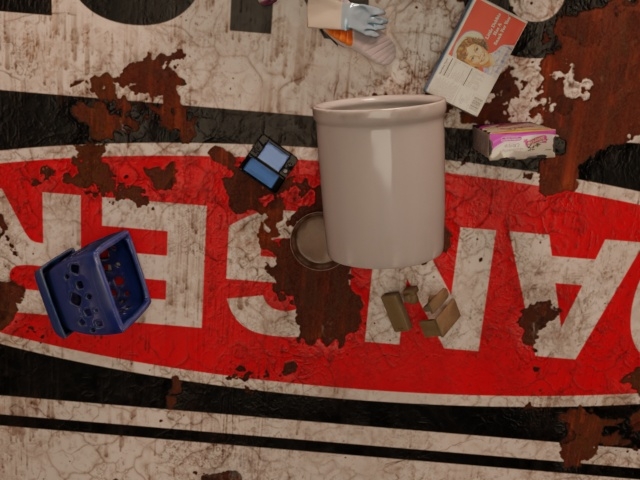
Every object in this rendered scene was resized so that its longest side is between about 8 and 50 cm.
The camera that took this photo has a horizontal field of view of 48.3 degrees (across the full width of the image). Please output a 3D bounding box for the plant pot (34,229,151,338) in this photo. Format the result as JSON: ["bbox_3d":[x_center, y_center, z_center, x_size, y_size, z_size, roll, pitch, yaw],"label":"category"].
[{"bbox_3d":[-0.619,0.124,1.929,0.212,0.236,0.235,-12,104,10],"label":"plant pot"}]

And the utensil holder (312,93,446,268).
[{"bbox_3d":[0.152,-0.156,1.791,0.328,0.327,0.385,-3,107,2],"label":"utensil holder"}]

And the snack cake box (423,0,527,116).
[{"bbox_3d":[0.390,-0.468,1.822,0.152,0.089,0.264,26,103,-3],"label":"snack cake box"}]

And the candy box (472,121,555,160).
[{"bbox_3d":[0.481,-0.254,1.800,0.159,0.233,0.071,-3,105,2],"label":"candy box"}]

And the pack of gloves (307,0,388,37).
[{"bbox_3d":[0.082,-0.608,1.747,0.232,0.046,0.195,0,95,-28],"label":"pack of gloves"}]

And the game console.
[{"bbox_3d":[-0.138,-0.206,1.910,0.122,0.071,0.107,35,103,-8],"label":"game console"}]

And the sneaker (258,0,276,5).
[{"bbox_3d":[-0.070,-0.688,1.779,0.236,0.095,0.104,-27,95,9],"label":"sneaker"}]

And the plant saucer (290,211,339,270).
[{"bbox_3d":[0.000,0.000,1.982,0.169,0.029,0.168,0,105,0],"label":"plant saucer"}]

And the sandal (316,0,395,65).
[{"bbox_3d":[0.074,-0.530,1.822,0.265,0.076,0.102,33,81,-27],"label":"sandal"}]

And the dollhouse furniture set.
[{"bbox_3d":[0.286,0.187,2.024,0.151,0.123,0.144,-11,107,40],"label":"dollhouse furniture set"}]
